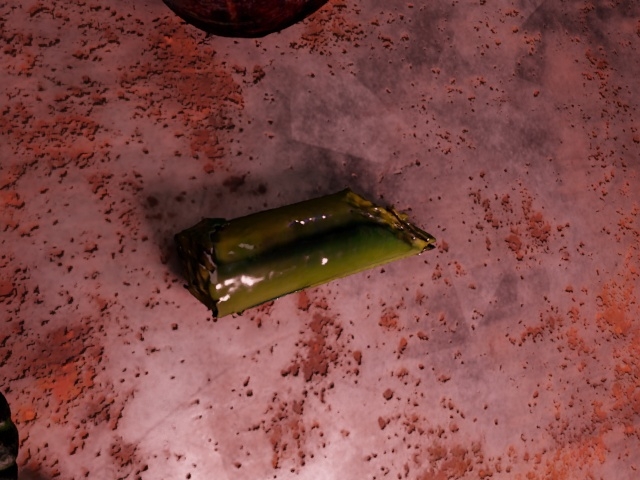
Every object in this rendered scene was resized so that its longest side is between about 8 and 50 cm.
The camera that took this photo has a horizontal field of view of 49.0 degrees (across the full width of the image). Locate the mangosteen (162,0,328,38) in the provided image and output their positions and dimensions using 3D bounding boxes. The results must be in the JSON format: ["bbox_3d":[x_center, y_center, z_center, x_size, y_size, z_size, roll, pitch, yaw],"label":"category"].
[{"bbox_3d":[-0.099,-0.406,0.845,0.330,0.330,0.330,4,81,-25],"label":"mangosteen"}]

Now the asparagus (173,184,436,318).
[{"bbox_3d":[0.000,0.000,0.928,0.382,0.108,0.128,-16,95,-29],"label":"asparagus"}]

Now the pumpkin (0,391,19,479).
[{"bbox_3d":[-0.405,0.217,0.671,0.220,0.162,0.220,7,74,-25],"label":"pumpkin"}]
